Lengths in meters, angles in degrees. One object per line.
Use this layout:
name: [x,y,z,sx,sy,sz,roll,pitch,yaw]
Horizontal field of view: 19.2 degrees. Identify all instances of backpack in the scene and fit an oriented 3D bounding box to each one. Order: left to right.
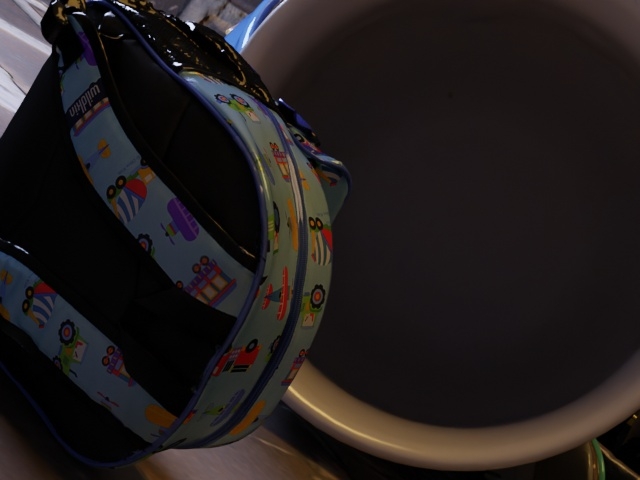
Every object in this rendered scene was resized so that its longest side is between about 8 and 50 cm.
backpack: [-0.059,0.006,0.743,0.117,0.158,0.173,18,18,-44]

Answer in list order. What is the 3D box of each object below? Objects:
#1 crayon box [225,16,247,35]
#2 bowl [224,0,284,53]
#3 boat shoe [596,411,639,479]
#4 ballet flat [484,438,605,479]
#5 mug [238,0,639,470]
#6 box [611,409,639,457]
crayon box: [0.060,-0.084,1.749,0.313,0.106,0.363,57,6,-1]
bowl: [0.096,-0.060,1.433,0.391,0.077,0.391,17,43,-17]
boat shoe: [0.310,0.202,1.226,0.340,0.127,0.158,27,-8,21]
ballet flat: [0.130,0.136,1.206,0.068,0.072,0.213,6,8,-3]
mug: [0.130,0.004,1.101,0.374,0.276,0.328,23,0,6]
box: [0.313,0.160,1.487,0.322,0.079,0.257,36,24,17]
